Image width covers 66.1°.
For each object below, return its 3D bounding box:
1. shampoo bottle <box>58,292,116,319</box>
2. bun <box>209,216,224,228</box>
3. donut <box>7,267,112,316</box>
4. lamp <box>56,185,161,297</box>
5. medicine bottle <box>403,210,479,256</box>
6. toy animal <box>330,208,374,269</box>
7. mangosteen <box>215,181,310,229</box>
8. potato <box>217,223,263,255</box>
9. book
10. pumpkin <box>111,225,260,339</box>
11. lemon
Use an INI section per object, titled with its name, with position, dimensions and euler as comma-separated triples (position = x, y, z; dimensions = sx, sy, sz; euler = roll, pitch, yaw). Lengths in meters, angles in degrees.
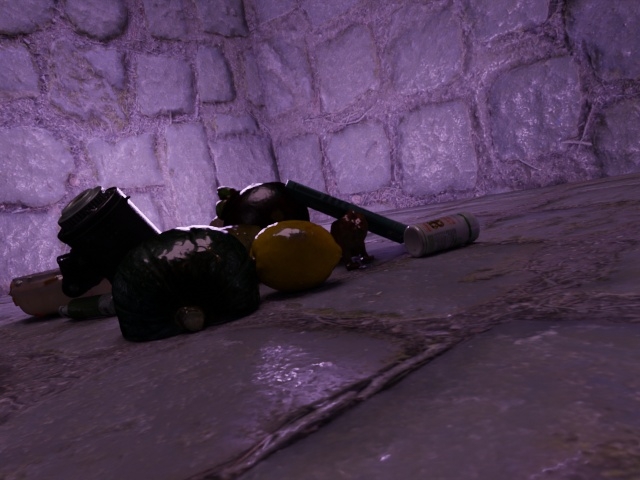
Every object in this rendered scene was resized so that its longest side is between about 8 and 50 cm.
[shampoo bottle]
position = -0.621, 0.182, 1.333
dimensions = 0.205, 0.065, 0.065
euler = -10, 5, 20
[bun]
position = -0.310, -0.031, 1.901
dimensions = 0.282, 0.204, 0.281
euler = 7, 19, -2
[donut]
position = -0.802, 0.148, 1.616
dimensions = 0.383, 0.142, 0.382
euler = -11, 4, 1
[lamp]
position = -0.570, -0.023, 1.369
dimensions = 0.374, 0.272, 0.205
euler = -25, 26, -18
[medicine bottle]
position = 0.312, -0.017, 1.270
dimensions = 0.183, 0.086, 0.086
euler = -15, 6, -24
[toy animal]
position = 0.078, -0.011, 1.341
dimensions = 0.097, 0.157, 0.312
euler = -11, 6, -8
[mangosteen]
position = -0.201, -0.084, 1.675
dimensions = 0.306, 0.359, 0.306
euler = -31, -13, -8
[potato]
position = -0.258, 0.046, 1.370
dimensions = 0.210, 0.173, 0.307
euler = -6, 9, 30
[book]
position = 0.083, -0.076, 1.436
dimensions = 0.379, 0.031, 0.264
euler = 22, -5, 2
[pumpkin]
position = -0.283, 0.073, 1.020
dimensions = 0.293, 0.196, 0.263
euler = -16, 9, -17
[lemon]
position = -0.057, 0.035, 1.112
dimensions = 0.207, 0.170, 0.170
euler = -4, 4, -6
